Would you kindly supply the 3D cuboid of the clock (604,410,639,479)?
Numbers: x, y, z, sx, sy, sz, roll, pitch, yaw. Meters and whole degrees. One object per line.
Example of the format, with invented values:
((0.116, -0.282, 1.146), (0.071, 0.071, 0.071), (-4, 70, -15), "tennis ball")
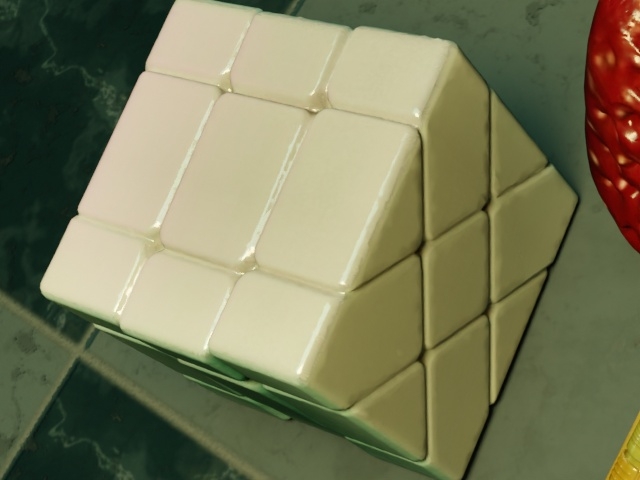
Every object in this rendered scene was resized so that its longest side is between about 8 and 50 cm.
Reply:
((0.284, 0.215, 1.102), (0.202, 0.096, 0.143), (-112, 43, -63), "clock")

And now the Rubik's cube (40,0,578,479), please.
((0.000, 0.000, 1.390), (0.316, 0.322, 0.318), (15, 76, 36), "Rubik's cube")

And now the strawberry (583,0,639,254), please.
((0.353, -0.123, 1.216), (0.317, 0.345, 0.295), (-36, 53, 12), "strawberry")
